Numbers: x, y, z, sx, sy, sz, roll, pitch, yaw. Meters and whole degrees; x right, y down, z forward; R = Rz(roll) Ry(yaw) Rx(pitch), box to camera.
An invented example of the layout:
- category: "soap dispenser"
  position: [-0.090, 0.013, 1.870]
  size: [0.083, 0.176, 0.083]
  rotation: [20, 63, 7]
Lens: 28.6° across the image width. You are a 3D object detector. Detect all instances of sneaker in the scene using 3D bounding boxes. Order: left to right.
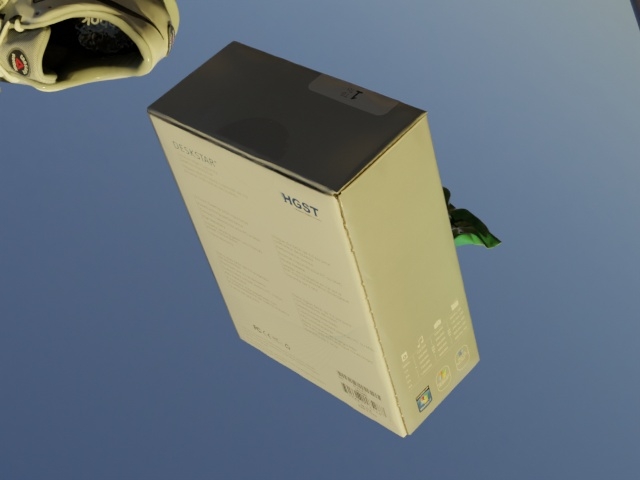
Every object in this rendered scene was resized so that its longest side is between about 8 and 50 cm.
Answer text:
- category: "sneaker"
  position: [-0.315, -0.216, 1.279]
  size: [0.330, 0.122, 0.146]
  rotation: [-1, -150, -1]

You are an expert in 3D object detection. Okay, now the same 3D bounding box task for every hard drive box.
- category: "hard drive box"
  position: [0.000, 0.000, 0.868]
  size: [0.181, 0.089, 0.232]
  rotation: [27, 148, 37]

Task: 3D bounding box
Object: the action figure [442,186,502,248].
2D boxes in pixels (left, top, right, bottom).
- category: "action figure"
  position: [0.151, -0.009, 1.645]
  size: [0.137, 0.063, 0.232]
  rotation: [33, -161, 12]

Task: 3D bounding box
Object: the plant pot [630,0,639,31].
- category: "plant pot"
  position: [0.402, -0.263, 1.226]
  size: [0.229, 0.263, 0.263]
  rotation: [52, -164, -25]
